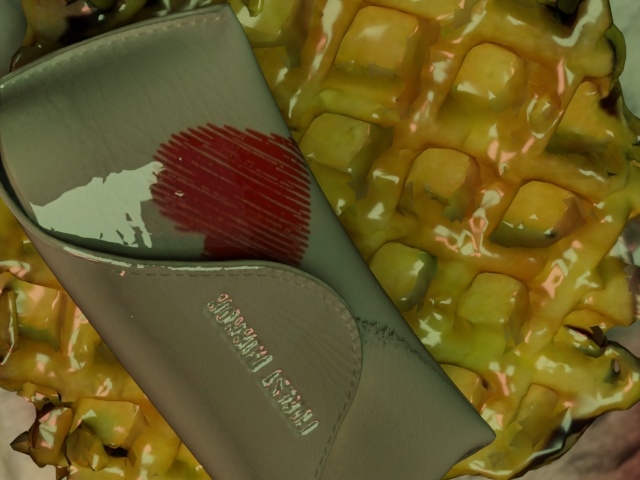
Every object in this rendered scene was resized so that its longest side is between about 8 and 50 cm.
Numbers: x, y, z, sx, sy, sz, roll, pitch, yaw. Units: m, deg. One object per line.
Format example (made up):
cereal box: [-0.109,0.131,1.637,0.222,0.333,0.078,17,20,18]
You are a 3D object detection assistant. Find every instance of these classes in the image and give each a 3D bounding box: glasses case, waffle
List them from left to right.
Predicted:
glasses case: [-0.026,0.039,0.685,0.128,0.083,0.308,-30,119,5]
waffle: [0.000,0.000,0.765,0.379,0.095,0.382,-24,117,-2]
